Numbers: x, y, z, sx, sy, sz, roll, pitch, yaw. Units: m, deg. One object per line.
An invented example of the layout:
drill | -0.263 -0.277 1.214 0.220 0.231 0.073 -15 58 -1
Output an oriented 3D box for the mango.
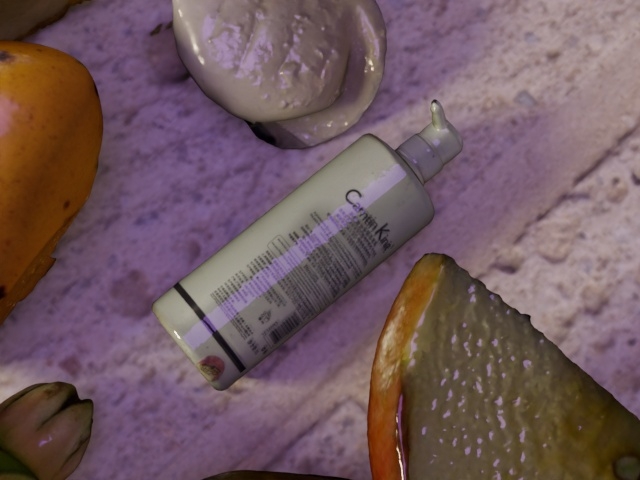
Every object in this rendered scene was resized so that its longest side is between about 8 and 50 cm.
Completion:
mango | -0.274 -0.027 0.966 0.191 0.160 0.290 40 95 -9

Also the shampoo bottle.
shampoo bottle | 0.000 0.000 1.022 0.262 0.085 0.085 -39 84 -7

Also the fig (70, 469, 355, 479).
fig | -0.051 0.222 0.949 0.274 0.145 0.170 27 81 -11

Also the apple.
apple | 0.146 0.166 0.909 0.346 0.254 0.179 39 113 -19

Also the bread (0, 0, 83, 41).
bread | -0.336 -0.254 0.993 0.279 0.207 0.279 -29 82 -5

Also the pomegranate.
pomegranate | -0.279 0.178 0.946 0.159 0.190 0.241 30 83 29

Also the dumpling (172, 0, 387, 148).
dumpling | -0.033 -0.159 1.039 0.150 0.092 0.176 -29 84 -2
